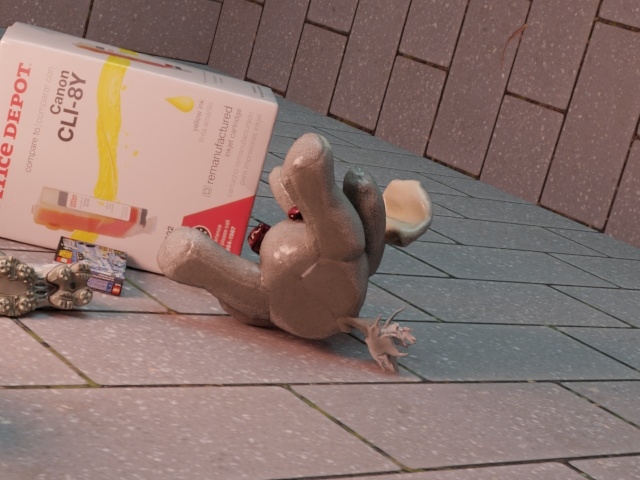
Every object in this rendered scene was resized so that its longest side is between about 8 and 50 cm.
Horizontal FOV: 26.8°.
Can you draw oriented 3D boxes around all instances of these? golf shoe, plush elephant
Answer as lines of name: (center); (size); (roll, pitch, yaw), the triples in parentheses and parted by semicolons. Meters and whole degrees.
golf shoe: (-0.354, 0.054, 1.563); (0.086, 0.069, 0.176); (-1, -6, 45)
plush elephant: (0.000, 0.000, 1.767); (0.330, 0.272, 0.255); (42, 20, -15)

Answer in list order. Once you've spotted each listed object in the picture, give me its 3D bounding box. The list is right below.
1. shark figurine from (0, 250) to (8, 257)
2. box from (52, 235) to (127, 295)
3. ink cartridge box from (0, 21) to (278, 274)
shark figurine: (-0.504, -0.029, 1.553); (0.116, 0.278, 0.166); (-21, 24, 35)
box: (-0.303, 0.032, 1.764); (0.094, 0.027, 0.137); (15, 12, -9)
ink cartridge box: (-0.280, -0.117, 1.880); (0.385, 0.279, 0.160); (13, 14, -9)
